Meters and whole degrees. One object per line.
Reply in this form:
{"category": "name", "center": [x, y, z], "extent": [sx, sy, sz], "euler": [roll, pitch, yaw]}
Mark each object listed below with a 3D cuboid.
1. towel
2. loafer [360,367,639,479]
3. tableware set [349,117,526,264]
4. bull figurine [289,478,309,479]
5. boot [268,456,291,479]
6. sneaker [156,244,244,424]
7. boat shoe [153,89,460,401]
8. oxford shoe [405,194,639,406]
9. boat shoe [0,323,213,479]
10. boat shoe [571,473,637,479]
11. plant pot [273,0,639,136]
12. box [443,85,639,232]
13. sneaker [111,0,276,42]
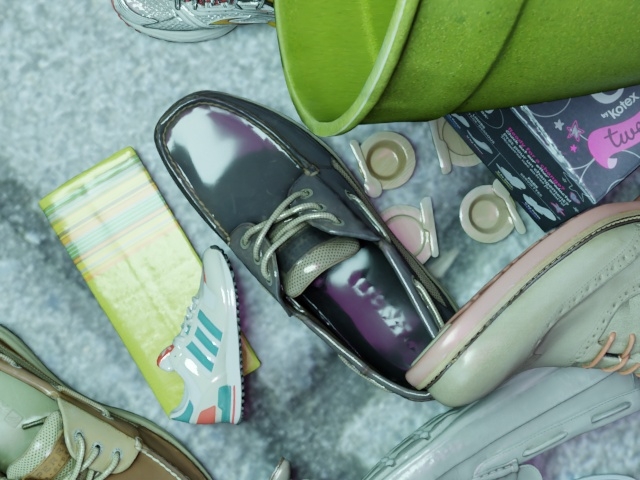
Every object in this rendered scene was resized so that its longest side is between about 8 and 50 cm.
{"category": "towel", "center": [-0.156, 0.039, 0.869], "extent": [0.102, 0.021, 0.237], "euler": [-31, 92, 0]}
{"category": "loafer", "center": [0.155, 0.192, 0.845], "extent": [0.319, 0.112, 0.111], "euler": [-33, 83, -6]}
{"category": "tableware set", "center": [0.109, -0.052, 0.894], "extent": [0.169, 0.020, 0.141], "euler": [-19, 90, -6]}
{"category": "bull figurine", "center": [-0.011, 0.325, 0.701], "extent": [0.188, 0.101, 0.310], "euler": [-31, 47, -20]}
{"category": "boot", "center": [-0.022, 0.262, 0.849], "extent": [0.087, 0.042, 0.118], "euler": [29, 113, 12]}
{"category": "sneaker", "center": [-0.108, 0.086, 0.832], "extent": [0.075, 0.057, 0.161], "euler": [-4, 95, -7]}
{"category": "boat shoe", "center": [0.000, 0.000, 0.819], "extent": [0.355, 0.130, 0.132], "euler": [42, 94, -3]}
{"category": "oxford shoe", "center": [0.246, 0.053, 0.772], "extent": [0.397, 0.140, 0.146], "euler": [-25, 72, -28]}
{"category": "boat shoe", "center": [-0.228, 0.183, 0.806], "extent": [0.324, 0.120, 0.122], "euler": [33, 86, -3]}
{"category": "boat shoe", "center": [0.209, 0.285, 0.864], "extent": [0.226, 0.076, 0.083], "euler": [-24, 91, -5]}
{"category": "plant pot", "center": [0.175, -0.249, 0.624], "extent": [0.353, 0.366, 0.366], "euler": [-1, 88, -15]}
{"category": "box", "center": [0.257, -0.150, 0.833], "extent": [0.247, 0.142, 0.163], "euler": [-39, 84, -8]}
{"category": "sneaker", "center": [-0.076, -0.233, 0.846], "extent": [0.225, 0.093, 0.088], "euler": [-7, 89, -5]}
